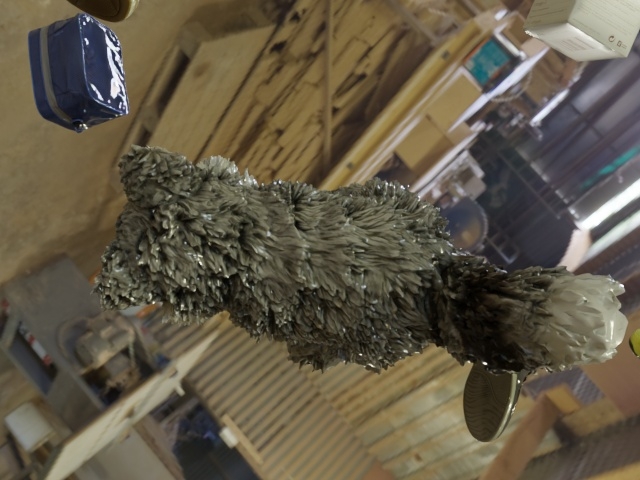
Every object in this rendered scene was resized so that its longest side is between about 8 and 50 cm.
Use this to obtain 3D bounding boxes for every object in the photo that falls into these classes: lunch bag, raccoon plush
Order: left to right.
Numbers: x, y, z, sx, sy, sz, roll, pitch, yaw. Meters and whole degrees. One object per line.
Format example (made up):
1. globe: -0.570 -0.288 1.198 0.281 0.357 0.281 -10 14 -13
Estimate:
1. lunch bag: -0.219 -0.144 0.628 0.065 0.098 0.067 -13 168 16
2. raccoon plush: 0.000 0.000 0.639 0.299 0.216 0.446 16 161 -38

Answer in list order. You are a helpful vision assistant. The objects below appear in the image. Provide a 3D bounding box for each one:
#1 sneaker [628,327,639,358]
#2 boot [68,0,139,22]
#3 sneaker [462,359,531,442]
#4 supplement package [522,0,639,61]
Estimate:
1. sneaker: 0.458 0.090 0.795 0.208 0.094 0.081 -13 -157 22
2. boot: -0.242 -0.331 0.760 0.077 0.213 0.165 -51 176 37
3. sneaker: 0.289 0.191 1.040 0.083 0.118 0.222 10 -94 51
4. supplement package: 0.362 -0.338 0.906 0.179 0.105 0.105 -67 -162 3
